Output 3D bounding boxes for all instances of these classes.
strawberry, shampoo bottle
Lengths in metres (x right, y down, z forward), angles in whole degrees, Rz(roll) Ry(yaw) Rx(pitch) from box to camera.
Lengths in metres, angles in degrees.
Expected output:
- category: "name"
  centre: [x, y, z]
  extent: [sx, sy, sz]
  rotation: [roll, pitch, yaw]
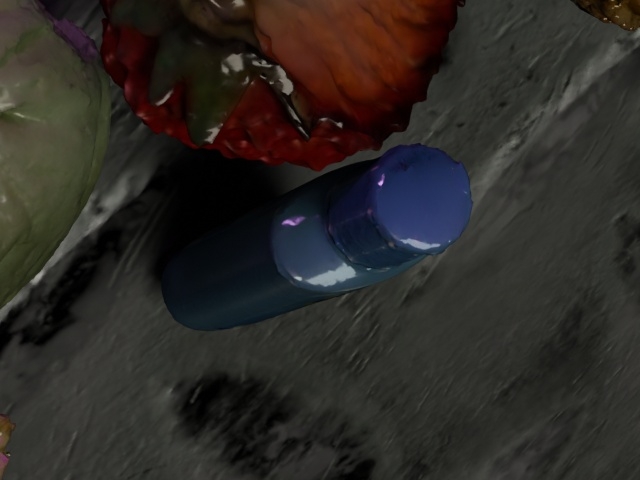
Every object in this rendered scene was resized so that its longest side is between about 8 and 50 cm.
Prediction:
- category: "strawberry"
  centre: [-0.029, -0.116, 0.872]
  extent: [0.111, 0.190, 0.236]
  rotation: [-30, 177, 36]
- category: "shampoo bottle"
  centre: [0.000, 0.000, 0.929]
  extent: [0.104, 0.061, 0.258]
  rotation: [-21, 179, -23]

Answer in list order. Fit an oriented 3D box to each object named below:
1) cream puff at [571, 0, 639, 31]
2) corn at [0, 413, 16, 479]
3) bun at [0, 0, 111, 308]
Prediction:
- category: "cream puff"
  centre: [0.174, -0.173, 1.006]
  extent: [0.133, 0.119, 0.104]
  rotation: [24, 129, -21]
- category: "corn"
  centre: [-0.311, 0.170, 0.907]
  extent: [0.335, 0.126, 0.127]
  rotation: [-36, 140, -16]
- category: "bun"
  centre: [-0.196, -0.030, 0.823]
  extent: [0.221, 0.108, 0.221]
  rotation: [-23, 137, -23]
